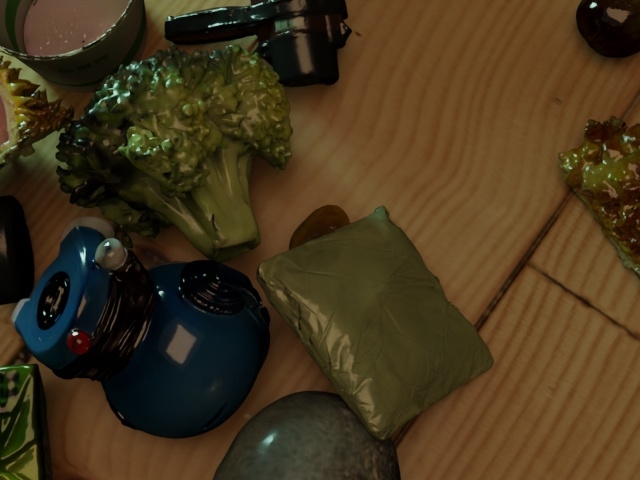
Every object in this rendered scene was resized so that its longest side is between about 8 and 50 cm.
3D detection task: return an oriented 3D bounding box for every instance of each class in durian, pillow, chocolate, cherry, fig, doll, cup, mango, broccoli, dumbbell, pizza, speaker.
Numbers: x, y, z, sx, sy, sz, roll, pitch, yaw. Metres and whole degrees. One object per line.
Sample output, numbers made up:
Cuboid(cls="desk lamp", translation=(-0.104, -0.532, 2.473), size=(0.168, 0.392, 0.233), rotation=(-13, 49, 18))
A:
Cuboid(cls="durian", translation=(-0.440, -0.151, 1.786), size=(0.195, 0.305, 0.186), rotation=(-15, 79, -48))
Cuboid(cls="pillow", translation=(0.083, 0.099, 1.736), size=(0.274, 0.076, 0.281), rotation=(-25, 76, -44))
Cuboid(cls="chocolate", translation=(-0.502, 0.327, 1.732), size=(0.300, 0.137, 0.289), rotation=(-7, 78, 1))
Cuboid(cls="cherry", translation=(-0.017, 0.337, 1.678), size=(0.254, 0.218, 0.296), rotation=(16, 69, -8))
Cuboid(cls="fig", translation=(0.448, -0.330, 1.866), size=(0.154, 0.103, 0.109), rotation=(-30, 101, 3))
Cuboid(cls="doll", translation=(-0.219, 0.128, 1.701), size=(0.284, 0.310, 0.240), rotation=(-48, 37, 24))
Cuboid(cls="cup", translation=(-0.350, -0.330, 1.797), size=(0.253, 0.274, 0.253), rotation=(0, 79, 3))
Cuboid(cls="mango", translation=(0.000, 0.000, 1.832), size=(0.078, 0.057, 0.114), rotation=(23, 71, 10))
Cuboid(cls="broccoli", translation=(-0.181, -0.102, 1.760), size=(0.347, 0.293, 0.281), rotation=(-12, 69, -40))
Cuboid(cls="dumbbell", translation=(-0.516, 0.026, 1.785), size=(0.218, 0.152, 0.153), rotation=(-8, 78, -1))
Cuboid(cls="pizza", translation=(0.445, -0.088, 1.825), size=(0.228, 0.081, 0.290), rotation=(17, 81, 5))
Cuboid(cls="speaker", translation=(-0.089, -0.387, 1.856), size=(0.259, 0.198, 0.330), rotation=(-1, 86, -12))
